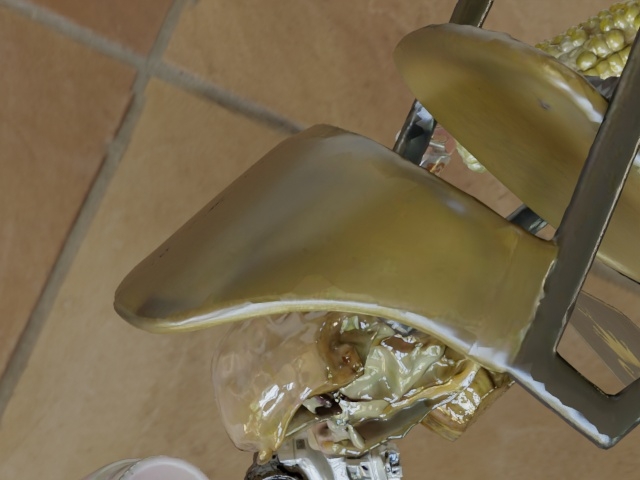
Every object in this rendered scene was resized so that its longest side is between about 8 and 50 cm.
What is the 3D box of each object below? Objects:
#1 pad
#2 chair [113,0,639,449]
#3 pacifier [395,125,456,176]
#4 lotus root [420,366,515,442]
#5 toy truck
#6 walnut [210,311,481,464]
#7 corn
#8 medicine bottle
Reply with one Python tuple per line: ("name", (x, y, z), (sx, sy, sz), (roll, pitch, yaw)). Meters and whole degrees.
("pad", (0.325, 0.165, 1.491), (0.063, 0.375, 0.315), (-44, 103, -1))
("chair", (0.077, -0.031, 0.439), (0.172, 0.159, 0.247), (37, 86, -18))
("pacifier", (0.113, -0.106, 1.669), (0.081, 0.099, 0.078), (9, 36, -43))
("lotus root", (0.115, 0.066, 1.547), (0.193, 0.193, 0.291), (-33, 85, -21))
("toy truck", (0.009, 0.282, 1.617), (0.177, 0.161, 0.213), (-11, 117, 6))
("walnut", (0.027, 0.076, 1.093), (0.204, 0.238, 0.141), (-35, 69, 14))
("corn", (0.226, -0.134, 1.014), (0.288, 0.086, 0.086), (-25, 82, 16))
("medicine bottle", (-0.210, 0.316, 1.528), (0.152, 0.254, 0.152), (9, 69, -25))
